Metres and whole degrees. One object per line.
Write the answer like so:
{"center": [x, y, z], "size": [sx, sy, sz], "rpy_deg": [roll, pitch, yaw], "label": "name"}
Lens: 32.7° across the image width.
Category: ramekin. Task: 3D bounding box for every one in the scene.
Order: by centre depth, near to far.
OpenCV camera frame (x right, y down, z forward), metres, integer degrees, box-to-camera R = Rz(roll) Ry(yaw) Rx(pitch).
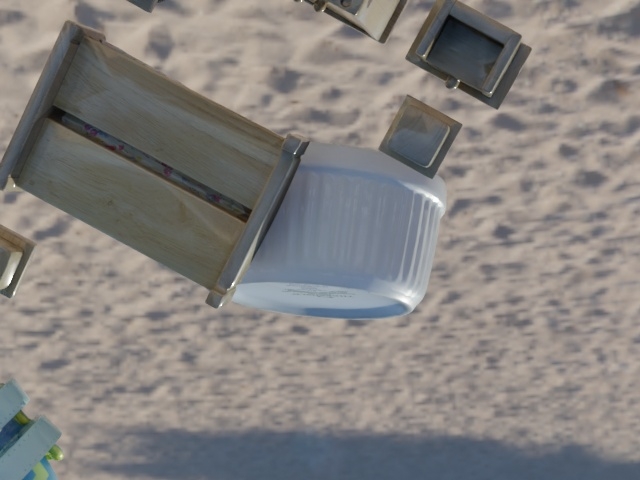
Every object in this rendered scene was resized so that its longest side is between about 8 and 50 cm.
{"center": [0.000, 0.000, 0.920], "size": [0.207, 0.109, 0.207], "rpy_deg": [6, 167, 1], "label": "ramekin"}

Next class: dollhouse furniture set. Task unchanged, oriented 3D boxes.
{"center": [-0.054, -0.064, 0.859], "size": [0.303, 0.355, 0.174], "rpy_deg": [29, -172, 6], "label": "dollhouse furniture set"}

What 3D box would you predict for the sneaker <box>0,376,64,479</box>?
{"center": [-0.215, 0.063, 0.604], "size": [0.208, 0.127, 0.319], "rpy_deg": [35, 136, 6], "label": "sneaker"}
